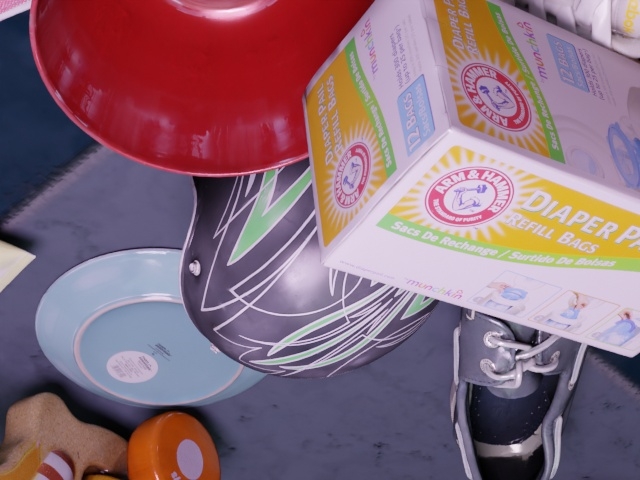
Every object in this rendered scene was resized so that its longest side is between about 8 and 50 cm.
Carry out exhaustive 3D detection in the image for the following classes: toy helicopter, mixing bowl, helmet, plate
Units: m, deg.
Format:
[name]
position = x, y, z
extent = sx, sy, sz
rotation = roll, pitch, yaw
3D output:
[toy helicopter]
position = -0.225, 0.209, 0.837
extent = 0.140, 0.235, 0.355
rotation = -21, 144, 30
[mixing bowl]
position = -0.054, -0.131, 0.626
extent = 0.181, 0.098, 0.181
rotation = -2, 135, -2
[helmet]
position = 0.000, 0.000, 0.720
extent = 0.169, 0.161, 0.169
rotation = -1, 136, -1
[plate]
position = -0.119, 0.077, 0.896
extent = 0.188, 0.024, 0.188
rotation = -2, 137, -2

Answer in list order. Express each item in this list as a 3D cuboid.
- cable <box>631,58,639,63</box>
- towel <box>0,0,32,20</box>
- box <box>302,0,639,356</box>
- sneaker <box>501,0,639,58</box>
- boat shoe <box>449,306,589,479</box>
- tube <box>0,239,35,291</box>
[cable]
position = 0.264, -0.025, 0.752
extent = 0.287, 0.072, 0.139
rotation = 29, 95, -23
[towel]
position = -0.223, -0.189, 0.614
extent = 0.144, 0.029, 0.197
rotation = -19, 131, 17
[box]
position = 0.104, -0.033, 0.593
extent = 0.203, 0.114, 0.103
rotation = 18, 136, -27
[sneaker]
position = 0.132, -0.148, 0.624
extent = 0.228, 0.092, 0.087
rotation = 0, 138, -1
[boat shoe]
position = 0.150, 0.075, 0.850
extent = 0.116, 0.099, 0.319
rotation = 1, 135, -1
[tube]
position = -0.312, -0.010, 0.773
extent = 0.240, 0.070, 0.062
rotation = 24, 89, -30
